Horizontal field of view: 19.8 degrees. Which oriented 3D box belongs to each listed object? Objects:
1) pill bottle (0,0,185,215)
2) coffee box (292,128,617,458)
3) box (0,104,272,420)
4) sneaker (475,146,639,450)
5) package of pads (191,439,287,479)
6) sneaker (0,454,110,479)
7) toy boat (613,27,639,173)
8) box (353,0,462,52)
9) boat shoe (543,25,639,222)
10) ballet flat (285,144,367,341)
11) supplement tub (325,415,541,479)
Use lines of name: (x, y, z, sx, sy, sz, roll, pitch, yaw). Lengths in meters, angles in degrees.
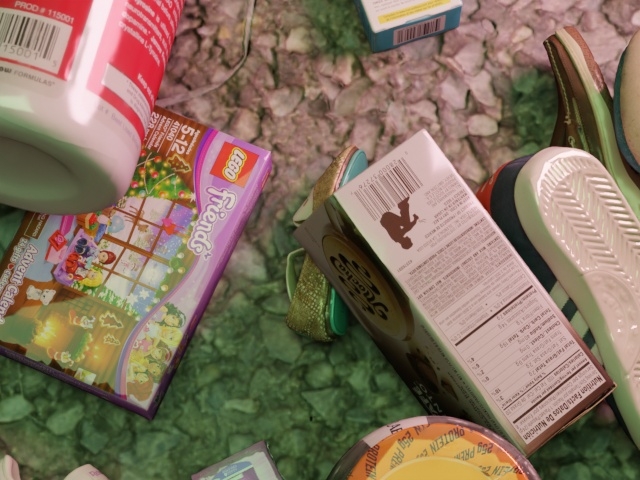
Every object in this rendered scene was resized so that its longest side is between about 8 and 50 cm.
pill bottle: (-0.244, -0.249, 1.781, 0.229, 0.229, 0.408, 12, 68, 5)
coffee box: (0.121, 0.062, 1.725, 0.119, 0.168, 0.297, -36, 89, -18)
box: (-0.198, 0.007, 1.840, 0.201, 0.057, 0.293, 22, 74, 7)
sneaker: (0.266, 0.067, 1.770, 0.131, 0.148, 0.350, -34, 104, -26)
package of pads: (-0.079, 0.233, 1.781, 0.083, 0.032, 0.050, -26, 73, -7)
sneaker: (-0.199, 0.298, 1.720, 0.305, 0.114, 0.152, 21, 76, 7)
toy boat: (0.397, -0.170, 1.836, 0.267, 0.148, 0.318, 21, 66, -29)
box: (0.062, -0.327, 1.937, 0.100, 0.060, 0.244, -18, 73, -5)
boat shoe: (0.262, -0.089, 1.845, 0.095, 0.095, 0.257, -22, 72, 9)
ballet flat: (0.000, 0.000, 1.837, 0.067, 0.073, 0.206, 0, 67, 25)
supplement tub: (0.096, 0.272, 1.607, 0.207, 0.338, 0.207, 0, 72, 1)
